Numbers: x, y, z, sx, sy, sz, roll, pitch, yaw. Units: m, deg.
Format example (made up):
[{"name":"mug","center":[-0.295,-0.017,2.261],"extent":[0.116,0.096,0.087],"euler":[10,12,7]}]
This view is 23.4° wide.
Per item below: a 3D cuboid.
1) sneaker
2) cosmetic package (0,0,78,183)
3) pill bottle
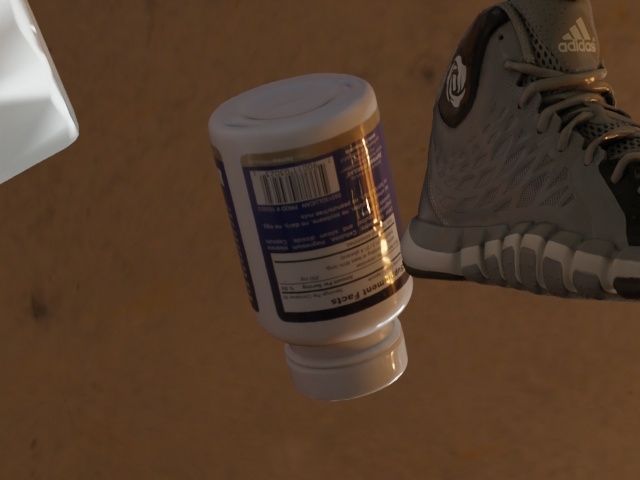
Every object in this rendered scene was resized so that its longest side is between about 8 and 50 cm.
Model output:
[{"name":"sneaker","center":[0.107,-0.044,0.610],"extent":[0.086,0.228,0.132],"euler":[2,-89,-33]},{"name":"cosmetic package","center":[-0.300,-0.181,0.544],"extent":[0.230,0.161,0.453],"euler":[-32,-113,-11]},{"name":"pill bottle","center":[0.000,0.000,0.864],"extent":[0.094,0.094,0.169],"euler":[-17,-67,-11]}]
